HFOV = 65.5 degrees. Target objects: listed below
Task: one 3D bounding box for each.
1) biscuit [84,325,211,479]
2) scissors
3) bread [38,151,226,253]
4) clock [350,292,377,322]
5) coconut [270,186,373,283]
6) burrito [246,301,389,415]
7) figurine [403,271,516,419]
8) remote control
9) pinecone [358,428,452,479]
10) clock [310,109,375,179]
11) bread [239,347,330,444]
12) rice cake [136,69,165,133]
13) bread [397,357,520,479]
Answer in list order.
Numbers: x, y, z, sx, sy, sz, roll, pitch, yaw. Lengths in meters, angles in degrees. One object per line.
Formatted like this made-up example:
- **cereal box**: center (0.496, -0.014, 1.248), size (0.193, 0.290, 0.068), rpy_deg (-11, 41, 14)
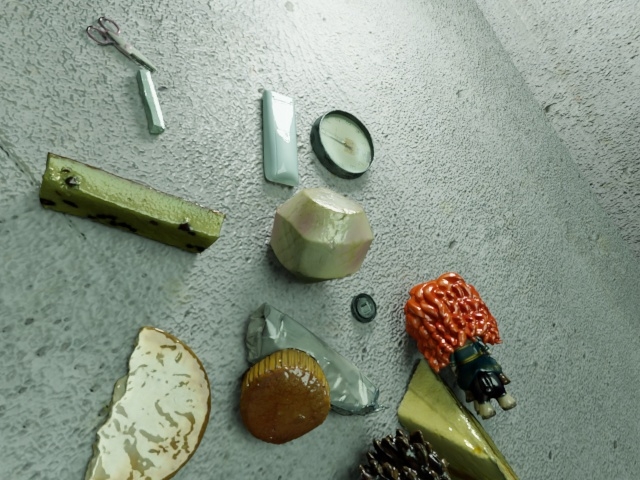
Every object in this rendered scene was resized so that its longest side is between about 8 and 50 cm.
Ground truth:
- **biscuit**: center (-0.321, 0.342, 0.987), size (0.205, 0.040, 0.308), rpy_deg (26, 59, -25)
- **scissors**: center (-0.479, -0.474, 1.220), size (0.176, 0.022, 0.085), rpy_deg (37, 53, -15)
- **bread**: center (-0.392, -0.066, 1.042), size (0.361, 0.138, 0.077), rpy_deg (20, 63, -28)
- **clock**: center (0.121, 0.189, 1.389), size (0.085, 0.017, 0.085), rpy_deg (14, 64, -31)
- **coconut**: center (0.000, 0.000, 1.245), size (0.259, 0.259, 0.259), rpy_deg (14, 64, -31)
- **burrito**: center (0.004, 0.320, 1.195), size (0.445, 0.101, 0.139), rpy_deg (39, 57, -18)
- **figurine**: center (0.405, 0.300, 1.407), size (0.411, 0.241, 0.306), rpy_deg (56, 23, -13)
- **remote control**: center (-0.107, -0.293, 1.400), size (0.103, 0.051, 0.293), rpy_deg (9, 66, -33)
- **pinecone**: center (0.192, 0.582, 1.148), size (0.257, 0.243, 0.243), rpy_deg (-46, 102, -13)
- **clock**: center (0.074, -0.300, 1.537), size (0.226, 0.049, 0.226), rpy_deg (15, 63, -32)
- **bread**: center (-0.076, 0.339, 1.068), size (0.199, 0.104, 0.199), rpy_deg (-1, 102, -5)
- **rice cake**: center (-0.414, -0.337, 1.209), size (0.033, 0.029, 0.170), rpy_deg (-8, 77, -44)
- **bread**: center (0.438, 0.535, 1.286), size (0.242, 0.405, 0.345), rpy_deg (-47, 114, -28)
